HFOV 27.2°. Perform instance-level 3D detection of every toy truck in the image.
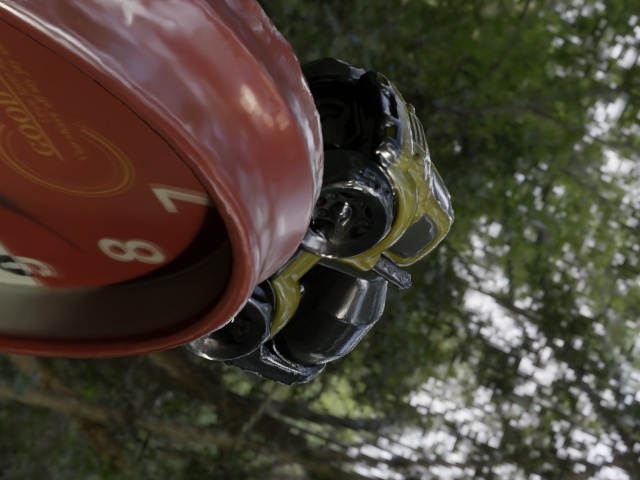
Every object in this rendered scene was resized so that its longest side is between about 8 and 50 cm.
[{"bbox_3d":[0.000,0.000,0.900,0.224,0.165,0.147,-40,-147,25],"label":"toy truck"}]

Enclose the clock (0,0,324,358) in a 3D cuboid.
[{"bbox_3d":[-0.154,-0.054,0.444,0.318,0.318,0.080,135,-28,-61],"label":"clock"}]
